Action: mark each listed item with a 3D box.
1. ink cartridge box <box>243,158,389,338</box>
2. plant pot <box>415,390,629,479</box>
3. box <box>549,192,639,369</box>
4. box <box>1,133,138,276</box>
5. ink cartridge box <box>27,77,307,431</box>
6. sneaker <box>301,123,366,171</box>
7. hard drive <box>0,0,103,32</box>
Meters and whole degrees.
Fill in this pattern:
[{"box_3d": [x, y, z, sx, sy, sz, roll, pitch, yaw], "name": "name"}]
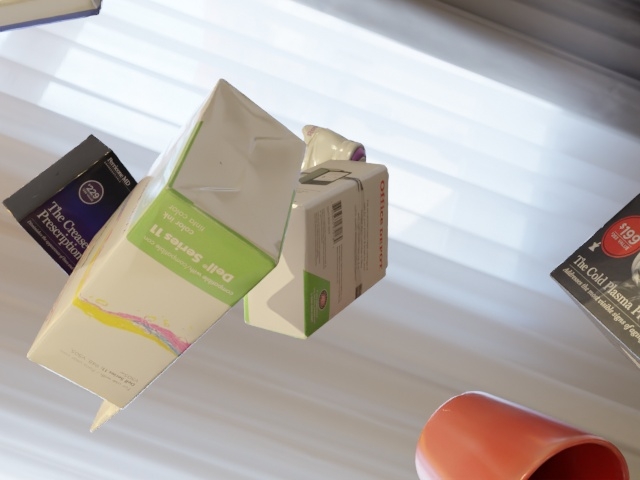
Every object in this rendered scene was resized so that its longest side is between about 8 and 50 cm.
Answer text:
[{"box_3d": [0.000, 0.000, 1.077, 0.273, 0.114, 0.199, -30, -55, -56], "name": "ink cartridge box"}, {"box_3d": [0.297, 0.376, 1.103, 0.243, 0.274, 0.275, 28, 99, 58], "name": "plant pot"}, {"box_3d": [0.514, 0.061, 0.831, 0.312, 0.179, 0.343, -44, 28, 8], "name": "box"}, {"box_3d": [-0.366, -0.016, 1.179, 0.184, 0.103, 0.261, -44, -48, -15], "name": "box"}, {"box_3d": [-0.175, 0.027, 0.728, 0.353, 0.119, 0.207, -43, 22, 33], "name": "ink cartridge box"}, {"box_3d": [-0.027, -0.074, 1.307, 0.114, 0.152, 0.305, -29, -32, -60], "name": "sneaker"}, {"box_3d": [-0.355, -0.263, 0.656, 0.040, 0.318, 0.210, 74, -171, -56], "name": "hard drive"}]
